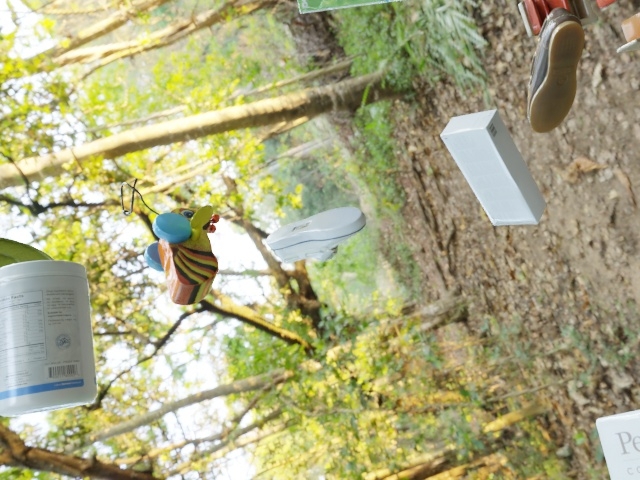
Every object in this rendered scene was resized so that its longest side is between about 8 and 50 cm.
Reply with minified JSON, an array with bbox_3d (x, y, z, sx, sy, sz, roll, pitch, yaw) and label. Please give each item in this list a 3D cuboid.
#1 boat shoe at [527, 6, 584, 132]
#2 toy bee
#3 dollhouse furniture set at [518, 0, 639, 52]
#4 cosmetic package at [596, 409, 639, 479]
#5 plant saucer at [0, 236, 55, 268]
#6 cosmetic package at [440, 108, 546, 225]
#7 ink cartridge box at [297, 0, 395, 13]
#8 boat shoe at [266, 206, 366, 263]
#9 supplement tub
[{"bbox_3d":[0.390,-0.282,0.999,0.073,0.073,0.207,-96,4,-46],"label":"boat shoe"},{"bbox_3d":[-0.249,-0.013,1.133,0.162,0.195,0.298,-5,-114,-37],"label":"toy bee"},{"bbox_3d":[0.493,-0.449,1.037,0.259,0.135,0.261,-24,83,64],"label":"dollhouse furniture set"},{"bbox_3d":[0.604,0.383,0.700,0.328,0.329,0.393,14,-122,-34],"label":"cosmetic package"},{"bbox_3d":[-0.518,0.050,0.958,0.241,0.037,0.241,22,-164,-7],"label":"plant saucer"},{"bbox_3d":[0.329,-0.131,1.120,0.239,0.099,0.060,51,-123,-29],"label":"cosmetic package"},{"bbox_3d":[0.033,-0.344,0.784,0.109,0.209,0.062,-50,-44,-51],"label":"ink cartridge box"},{"bbox_3d":[0.000,0.000,0.503,0.035,0.100,0.035,57,-143,-23],"label":"boat shoe"},{"bbox_3d":[-0.210,0.075,0.454,0.071,0.071,0.107,47,-149,-73],"label":"supplement tub"}]
